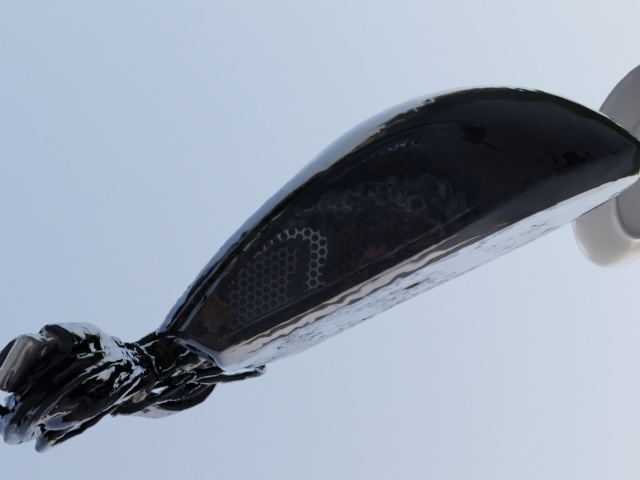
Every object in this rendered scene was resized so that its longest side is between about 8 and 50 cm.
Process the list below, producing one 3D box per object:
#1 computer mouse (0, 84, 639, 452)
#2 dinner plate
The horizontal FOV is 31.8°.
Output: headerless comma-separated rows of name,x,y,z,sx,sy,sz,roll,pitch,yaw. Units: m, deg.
computer mouse,0.000,0.000,0.479,0.072,0.272,0.188,65,-170,10
dinner plate,0.209,-0.047,0.715,0.141,0.017,0.141,-20,-60,-37
